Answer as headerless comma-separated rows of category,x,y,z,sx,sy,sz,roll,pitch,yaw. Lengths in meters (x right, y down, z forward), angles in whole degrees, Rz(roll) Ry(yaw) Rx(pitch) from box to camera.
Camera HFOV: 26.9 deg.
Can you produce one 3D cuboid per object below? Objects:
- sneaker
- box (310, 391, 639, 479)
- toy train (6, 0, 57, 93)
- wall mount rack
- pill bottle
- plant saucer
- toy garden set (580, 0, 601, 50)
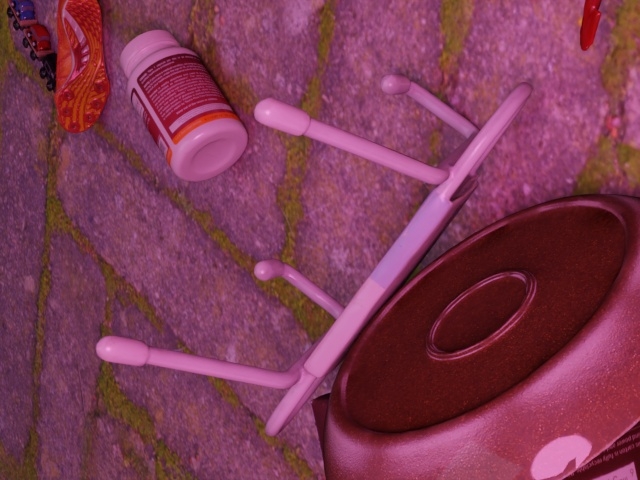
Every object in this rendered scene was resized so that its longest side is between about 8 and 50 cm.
sneaker,-0.280,-0.212,1.571,0.067,0.064,0.175,-130,45,-62
box,0.129,0.179,1.024,0.203,0.168,0.167,-9,94,54
toy train,-0.354,-0.250,1.673,0.158,0.027,0.036,58,137,24
wall mount rack,0.000,0.000,0.990,0.130,0.304,0.350,37,110,7
pill bottle,-0.144,-0.141,1.369,0.152,0.086,0.086,57,140,25
plant saucer,0.118,0.064,0.898,0.050,0.310,0.311,51,149,-18
toy garden set,0.233,-0.220,0.846,0.204,0.049,0.244,18,117,38
